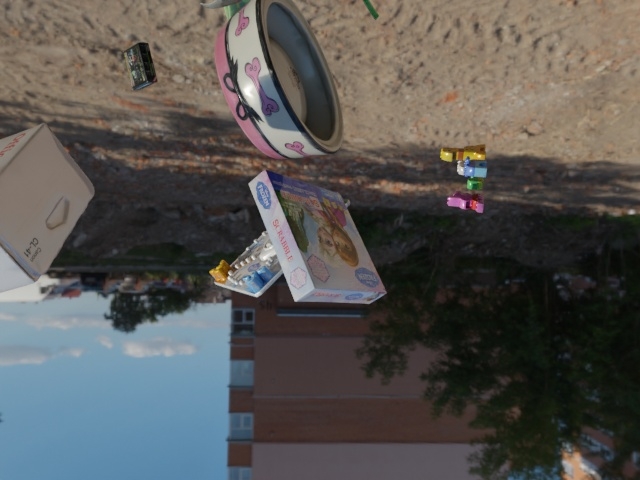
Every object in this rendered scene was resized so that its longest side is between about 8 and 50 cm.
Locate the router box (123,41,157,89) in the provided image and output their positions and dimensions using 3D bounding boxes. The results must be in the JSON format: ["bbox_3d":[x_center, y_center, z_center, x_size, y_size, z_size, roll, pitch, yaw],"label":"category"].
[{"bbox_3d":[-0.557,-0.538,1.675,0.092,0.122,0.038,-5,-170,40],"label":"router box"}]

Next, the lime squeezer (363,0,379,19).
[{"bbox_3d":[0.058,-0.727,1.439,0.059,0.310,0.110,-43,-171,19],"label":"lime squeezer"}]

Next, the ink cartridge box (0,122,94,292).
[{"bbox_3d":[-0.510,-0.020,0.753,0.306,0.226,0.131,-17,127,13],"label":"ink cartridge box"}]

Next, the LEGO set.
[{"bbox_3d":[0.301,-0.153,1.153,0.093,0.087,0.227,5,-149,13],"label":"LEGO set"}]

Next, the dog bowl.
[{"bbox_3d":[-0.096,-0.380,1.303,0.150,0.408,0.408,-18,168,22],"label":"dog bowl"}]

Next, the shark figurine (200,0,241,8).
[{"bbox_3d":[-0.217,-0.583,1.065,0.166,0.116,0.278,37,164,49],"label":"shark figurine"}]

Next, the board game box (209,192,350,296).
[{"bbox_3d":[-0.140,-0.001,1.656,0.050,0.390,0.390,51,159,-19],"label":"board game box"}]

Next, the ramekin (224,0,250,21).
[{"bbox_3d":[-0.224,-0.802,1.563,0.148,0.303,0.303,-13,177,-8],"label":"ramekin"}]

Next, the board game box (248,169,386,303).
[{"bbox_3d":[0.000,0.000,1.329,0.066,0.318,0.318,-36,155,27],"label":"board game box"}]
